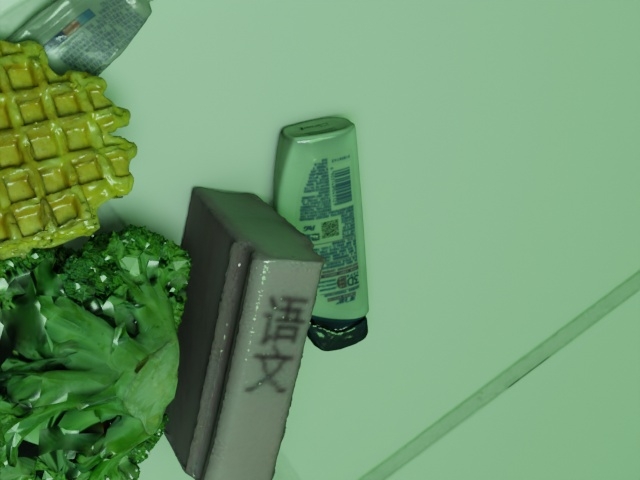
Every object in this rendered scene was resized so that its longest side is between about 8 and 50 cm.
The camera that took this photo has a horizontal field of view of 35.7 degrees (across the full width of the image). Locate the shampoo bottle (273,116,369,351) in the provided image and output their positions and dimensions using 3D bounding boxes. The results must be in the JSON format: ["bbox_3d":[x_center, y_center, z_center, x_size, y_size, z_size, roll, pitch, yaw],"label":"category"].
[{"bbox_3d":[0.000,0.000,1.507,0.134,0.078,0.360,-13,117,-17],"label":"shampoo bottle"}]

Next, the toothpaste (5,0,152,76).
[{"bbox_3d":[-0.296,-0.266,1.263,0.282,0.068,0.099,-38,93,5],"label":"toothpaste"}]

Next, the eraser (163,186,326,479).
[{"bbox_3d":[-0.126,0.139,1.393,0.122,0.272,0.359,4,111,-30],"label":"eraser"}]

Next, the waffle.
[{"bbox_3d":[-0.375,-0.100,1.179,0.311,0.060,0.307,19,69,-18],"label":"waffle"}]

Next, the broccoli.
[{"bbox_3d":[-0.328,0.170,1.283,0.413,0.310,0.321,-41,162,-44],"label":"broccoli"}]
